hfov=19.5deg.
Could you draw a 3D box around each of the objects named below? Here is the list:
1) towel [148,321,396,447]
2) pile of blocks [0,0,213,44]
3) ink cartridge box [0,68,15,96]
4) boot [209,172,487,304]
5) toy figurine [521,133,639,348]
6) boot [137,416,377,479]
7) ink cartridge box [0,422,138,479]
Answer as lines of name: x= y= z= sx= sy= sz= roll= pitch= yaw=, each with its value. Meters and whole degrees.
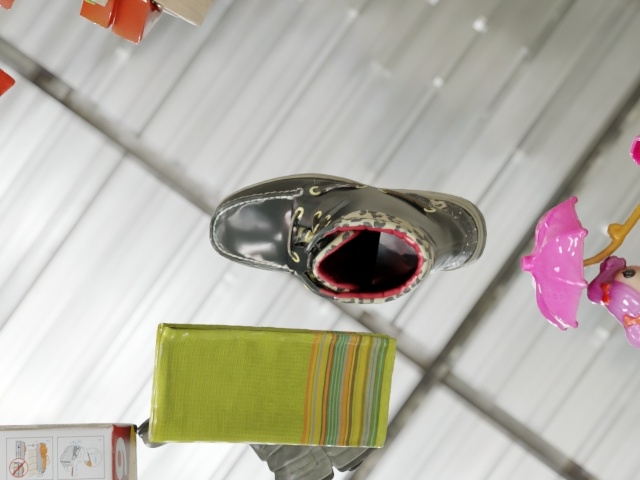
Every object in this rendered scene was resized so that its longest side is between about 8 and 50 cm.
towel: x=-0.037 y=0.125 z=1.593 sx=0.237 sy=0.102 sz=0.021 roll=5 pitch=177 yaw=-34
pile of blocks: x=-0.179 y=-0.195 z=1.103 sx=0.149 sy=0.113 sz=0.362 roll=27 pitch=-179 yaw=21
ink cartridge box: x=-0.331 y=-0.131 z=1.146 sx=0.232 sy=0.189 sz=0.066 roll=34 pitch=144 yaw=10
boot: x=0.001 y=-0.002 z=1.483 sx=0.236 sy=0.085 sz=0.178 roll=3 pitch=-171 yaw=17
toy figurine: x=0.208 y=0.006 z=1.154 sx=0.173 sy=0.159 sz=0.130 roll=48 pitch=167 yaw=16
boot: x=-0.067 y=0.221 z=2.061 sx=0.083 sy=0.246 sz=0.161 roll=120 pitch=127 yaw=-81
ink cartridge box: x=-0.244 y=0.334 z=1.831 sx=0.130 sy=0.309 sz=0.272 roll=-2 pitch=175 yaw=1
